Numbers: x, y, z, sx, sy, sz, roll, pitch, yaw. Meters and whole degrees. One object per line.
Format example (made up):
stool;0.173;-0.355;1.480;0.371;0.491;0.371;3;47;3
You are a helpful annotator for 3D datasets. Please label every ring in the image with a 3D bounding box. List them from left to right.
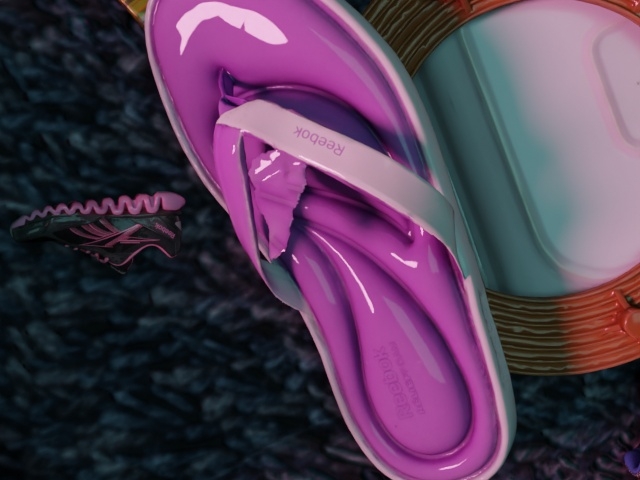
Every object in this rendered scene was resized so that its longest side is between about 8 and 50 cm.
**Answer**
ring;0.160;-0.065;0.502;0.336;0.032;0.337;1;95;9

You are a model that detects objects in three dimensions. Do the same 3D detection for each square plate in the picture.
square plate;0.253;-0.123;0.530;0.347;0.049;0.344;-21;92;7

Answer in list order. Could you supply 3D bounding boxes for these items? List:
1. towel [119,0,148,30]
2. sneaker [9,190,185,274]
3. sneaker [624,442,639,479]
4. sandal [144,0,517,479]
towel;-0.162;-0.261;0.520;0.102;0.021;0.237;-44;96;-17
sneaker;-0.153;-0.002;0.489;0.119;0.047;0.057;-7;98;-13
sneaker;0.315;0.113;0.571;0.087;0.083;0.221;20;77;-3
sandal;0.012;-0.007;0.461;0.169;0.102;0.416;-30;94;23
